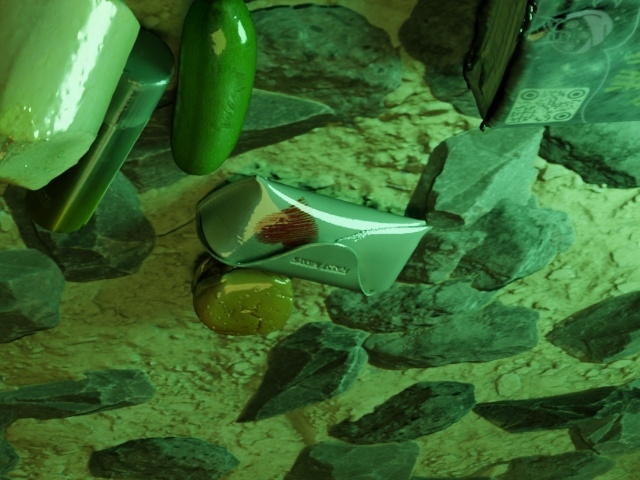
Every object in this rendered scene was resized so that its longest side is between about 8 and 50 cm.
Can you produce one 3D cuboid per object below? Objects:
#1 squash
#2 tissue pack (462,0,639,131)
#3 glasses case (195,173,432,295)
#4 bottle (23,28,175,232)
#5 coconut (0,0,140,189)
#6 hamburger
[{"bbox_3d":[-0.114,-0.157,1.462,0.082,0.082,0.292,-2,147,-12],"label":"squash"},{"bbox_3d":[0.354,-0.226,1.446,0.361,0.122,0.259,-6,150,-9],"label":"tissue pack"},{"bbox_3d":[0.001,-0.002,1.737,0.308,0.083,0.128,13,142,-33],"label":"glasses case"},{"bbox_3d":[-0.244,-0.115,1.494,0.082,0.082,0.286,9,144,-27],"label":"bottle"},{"bbox_3d":[-0.296,-0.183,1.241,0.239,0.244,0.239,18,177,1],"label":"coconut"},{"bbox_3d":[-0.103,0.068,1.826,0.138,0.083,0.147,-1,144,-6],"label":"hamburger"}]
